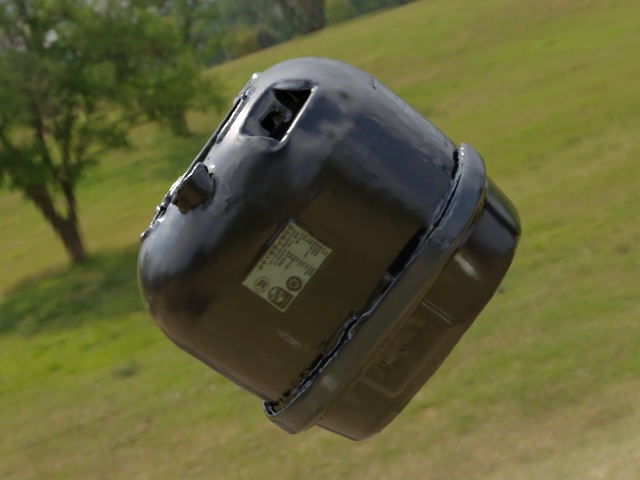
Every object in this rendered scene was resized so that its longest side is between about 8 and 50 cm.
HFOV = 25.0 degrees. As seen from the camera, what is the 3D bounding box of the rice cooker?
[{"bbox_3d":[0.000,0.000,1.056,0.267,0.224,0.267,-51,9,11],"label":"rice cooker"}]
